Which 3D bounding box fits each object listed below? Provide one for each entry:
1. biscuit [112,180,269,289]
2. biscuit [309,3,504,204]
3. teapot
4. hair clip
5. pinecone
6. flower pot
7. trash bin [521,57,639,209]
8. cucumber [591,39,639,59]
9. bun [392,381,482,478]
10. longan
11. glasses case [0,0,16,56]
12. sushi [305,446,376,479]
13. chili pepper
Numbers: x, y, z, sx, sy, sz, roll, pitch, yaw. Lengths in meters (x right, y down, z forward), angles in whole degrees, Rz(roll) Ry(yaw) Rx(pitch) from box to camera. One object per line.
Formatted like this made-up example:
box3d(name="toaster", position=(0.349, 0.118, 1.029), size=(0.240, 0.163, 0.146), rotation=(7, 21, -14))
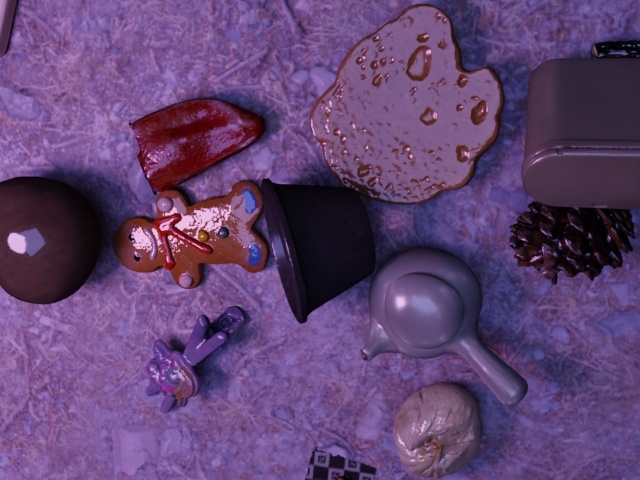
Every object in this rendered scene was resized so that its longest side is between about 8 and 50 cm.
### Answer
box3d(name="biscuit", position=(-0.259, -0.002, 1.573), size=(0.323, 0.049, 0.206), rotation=(-4, 102, 14))
box3d(name="biscuit", position=(0.161, -0.228, 1.434), size=(0.312, 0.057, 0.351), rotation=(32, 107, 3))
box3d(name="teapot", position=(0.236, 0.141, 1.449), size=(0.318, 0.149, 0.220), rotation=(16, 106, 9))
box3d(name="hair clip", position=(-0.266, 0.232, 1.600), size=(0.137, 0.090, 0.278), rotation=(45, 106, 9))
box3d(name="pinecone", position=(0.421, -0.016, 1.356), size=(0.204, 0.184, 0.179), rotation=(-28, 61, 7))
box3d(name="flower pot", position=(0.000, 0.000, 1.438), size=(0.166, 0.269, 0.269), rotation=(-16, 99, -7))
box3d(name="trash bin", position=(0.448, -0.178, 1.285), size=(0.243, 0.247, 0.121), rotation=(3, 140, 13))
box3d(name="cucumber", position=(0.548, -0.306, 1.344), size=(0.187, 0.058, 0.058), rotation=(5, 103, 12))
box3d(name="bun", position=(0.220, 0.362, 1.518), size=(0.188, 0.111, 0.164), rotation=(-41, 94, 13))
box3d(name="longan", position=(-0.536, 0.000, 1.539), size=(0.245, 0.215, 0.246), rotation=(-4, 80, 22))
box3d(name="glasses case", position=(-0.634, -0.448, 1.549), size=(0.083, 0.050, 0.196), rotation=(18, 104, 5))
box3d(name="sushi", position=(0.025, 0.530, 1.633), size=(0.139, 0.031, 0.201), rotation=(14, 104, 8))
box3d(name="chili pepper", position=(-0.229, -0.199, 1.503), size=(0.252, 0.136, 0.144), rotation=(-21, 52, 5))
